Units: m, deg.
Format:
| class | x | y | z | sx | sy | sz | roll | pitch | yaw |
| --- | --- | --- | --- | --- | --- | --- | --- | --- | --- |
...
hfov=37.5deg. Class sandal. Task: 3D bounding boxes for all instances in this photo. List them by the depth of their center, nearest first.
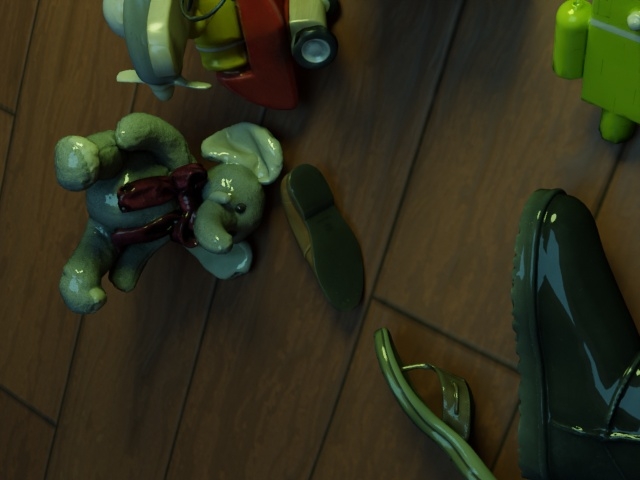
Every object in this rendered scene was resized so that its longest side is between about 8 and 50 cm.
| class | x | y | z | sx | sy | sz | roll | pitch | yaw |
| --- | --- | --- | --- | --- | --- | --- | --- | --- | --- |
| sandal | 0.174 | 0.231 | 1.226 | 0.086 | 0.120 | 0.303 | -41 | 75 | 0 |

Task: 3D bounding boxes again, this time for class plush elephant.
| class | x | y | z | sx | sy | sz | roll | pitch | yaw |
| --- | --- | --- | --- | --- | --- | --- | --- | --- | --- |
| plush elephant | -0.195 | -0.049 | 1.334 | 0.255 | 0.330 | 0.272 | 13 | 118 | 7 |

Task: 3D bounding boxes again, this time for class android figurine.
| class | x | y | z | sx | sy | sz | roll | pitch | yaw |
| --- | --- | --- | --- | --- | --- | --- | --- | --- | --- |
| android figurine | 0.358 | -0.183 | 0.974 | 0.248 | 0.273 | 0.056 | 30 | 67 | 24 |

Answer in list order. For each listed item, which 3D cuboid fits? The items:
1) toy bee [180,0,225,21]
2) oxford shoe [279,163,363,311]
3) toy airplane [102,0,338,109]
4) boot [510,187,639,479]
| class | x | y | z | sx | sy | sz | roll | pitch | yaw |
| --- | --- | --- | --- | --- | --- | --- | --- | --- | --- |
| toy bee | -0.030 | -0.350 | 1.020 | 0.298 | 0.162 | 0.195 | -50 | 51 | 11 |
| oxford shoe | 0.000 | 0.000 | 1.325 | 0.076 | 0.076 | 0.212 | -24 | 86 | 62 |
| toy airplane | -0.172 | -0.349 | 1.185 | 0.272 | 0.386 | 0.385 | -21 | 85 | 20 |
| boot | 0.441 | 0.128 | 1.009 | 0.445 | 0.146 | 0.367 | 4 | 107 | 34 |
